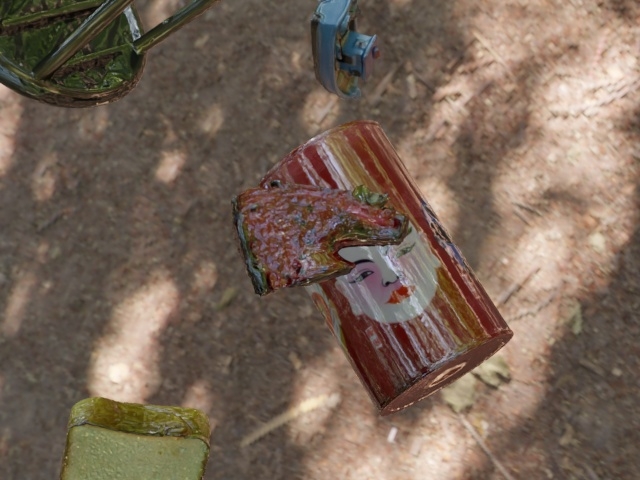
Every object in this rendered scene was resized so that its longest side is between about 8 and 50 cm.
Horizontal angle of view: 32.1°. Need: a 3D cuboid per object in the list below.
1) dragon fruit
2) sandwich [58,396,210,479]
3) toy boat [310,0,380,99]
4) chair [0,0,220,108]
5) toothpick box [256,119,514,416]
[{"bbox_3d":[0.000,-0.016,1.190,0.192,0.092,0.122,-2,42,-3],"label":"dragon fruit"},{"bbox_3d":[-0.278,0.323,1.661,0.065,0.214,0.186,-98,18,-54],"label":"sandwich"},{"bbox_3d":[0.043,-0.281,1.663,0.097,0.223,0.100,19,67,14],"label":"toy boat"},{"bbox_3d":[-0.273,-0.398,1.428,0.362,0.364,0.410,52,130,4],"label":"chair"},{"bbox_3d":[0.078,0.034,1.448,0.204,0.204,0.333,-37,73,19],"label":"toothpick box"}]
